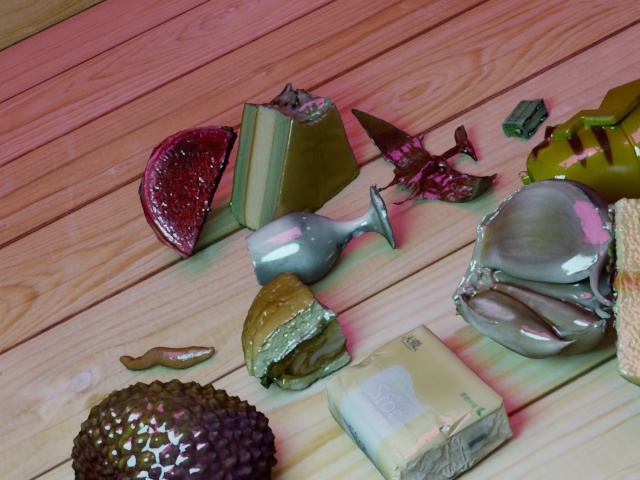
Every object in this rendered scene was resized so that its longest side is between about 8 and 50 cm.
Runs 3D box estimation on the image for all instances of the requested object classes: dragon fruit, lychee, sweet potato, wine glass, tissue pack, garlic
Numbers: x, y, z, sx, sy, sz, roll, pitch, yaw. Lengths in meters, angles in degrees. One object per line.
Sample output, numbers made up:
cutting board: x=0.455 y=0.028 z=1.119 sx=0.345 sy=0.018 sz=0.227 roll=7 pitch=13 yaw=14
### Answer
dragon fruit: x=-0.250 y=-0.104 z=1.967 sx=0.163 sy=0.189 sz=0.262 roll=2 pitch=65 yaw=49
lychee: x=-0.182 y=0.294 z=1.421 sx=0.271 sy=0.271 sz=0.271 roll=-15 pitch=36 yaw=11
sweet potato: x=-0.256 y=0.192 z=1.749 sx=0.179 sy=0.044 sz=0.044 roll=-9 pitch=37 yaw=19
wine glass: x=0.000 y=0.000 z=1.788 sx=0.241 sy=0.126 sz=0.126 roll=-20 pitch=35 yaw=1
tissue pack: x=0.127 y=0.227 z=1.448 sx=0.186 sy=0.090 sz=0.222 roll=-28 pitch=36 yaw=-11
garlic: x=0.315 y=0.044 z=1.490 sx=0.292 sy=0.210 sz=0.237 roll=4 pitch=36 yaw=46

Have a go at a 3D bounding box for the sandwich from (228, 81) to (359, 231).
sandwich: x=-0.076 y=-0.157 z=1.968 sx=0.227 sy=0.198 sz=0.155 roll=-40 pitch=39 yaw=-24

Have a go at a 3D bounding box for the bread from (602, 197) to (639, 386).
bread: x=0.458 y=0.076 z=1.343 sx=0.141 sy=0.178 sz=0.266 roll=-17 pitch=53 yaw=40

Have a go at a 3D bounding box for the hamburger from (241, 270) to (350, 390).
hamburger: x=-0.063 y=0.124 z=1.652 sx=0.155 sy=0.135 sz=0.208 roll=-24 pitch=34 yaw=-7

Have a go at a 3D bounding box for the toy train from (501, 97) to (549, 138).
toy train: x=0.374 y=-0.222 z=1.947 sx=0.056 sy=0.038 sz=0.093 roll=7 pitch=45 yaw=44

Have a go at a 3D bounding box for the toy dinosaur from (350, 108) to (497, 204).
toy dinosaur: x=0.189 y=-0.144 z=1.883 sx=0.206 sy=0.113 sz=0.327 roll=-20 pitch=37 yaw=5

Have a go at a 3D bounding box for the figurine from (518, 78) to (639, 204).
figurine: x=0.471 y=-0.140 z=1.668 sx=0.326 sy=0.169 sz=0.218 roll=-20 pitch=40 yaw=6
